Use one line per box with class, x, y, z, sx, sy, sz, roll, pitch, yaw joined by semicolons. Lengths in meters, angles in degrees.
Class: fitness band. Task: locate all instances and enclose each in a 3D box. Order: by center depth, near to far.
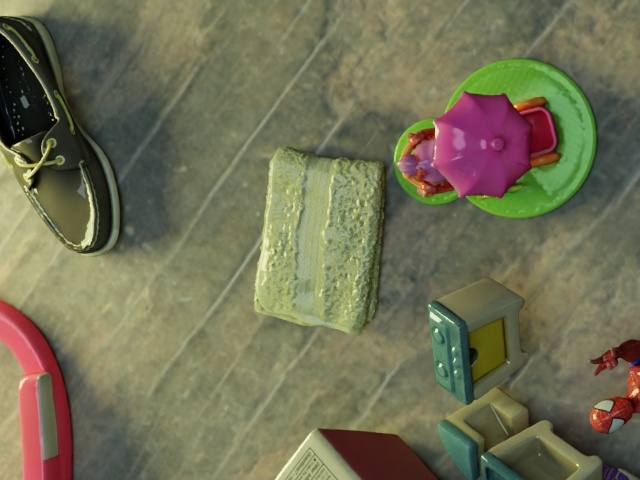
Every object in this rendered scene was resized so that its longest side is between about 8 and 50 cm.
fitness band;-0.326;0.192;1.704;0.209;0.054;0.290;1;93;23

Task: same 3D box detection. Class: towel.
towel;0.000;0.000;1.578;0.110;0.027;0.148;9;97;19

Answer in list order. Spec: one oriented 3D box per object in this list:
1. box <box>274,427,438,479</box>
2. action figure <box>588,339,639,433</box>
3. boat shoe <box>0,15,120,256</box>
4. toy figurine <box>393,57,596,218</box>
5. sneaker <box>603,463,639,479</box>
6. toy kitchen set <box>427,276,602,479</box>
box;0.056;0.279;1.489;0.232;0.127;0.148;47;110;31
action figure;0.315;0.080;1.414;0.280;0.139;0.091;-32;82;22
boat shoe;-0.246;-0.089;1.640;0.081;0.069;0.227;-25;85;20
toy figurine;0.113;-0.072;1.461;0.173;0.159;0.130;-14;89;21
sneaker;0.201;0.254;1.514;0.071;0.068;0.170;38;97;29
toy kitchen set;0.154;0.155;1.417;0.207;0.122;0.166;34;144;42
